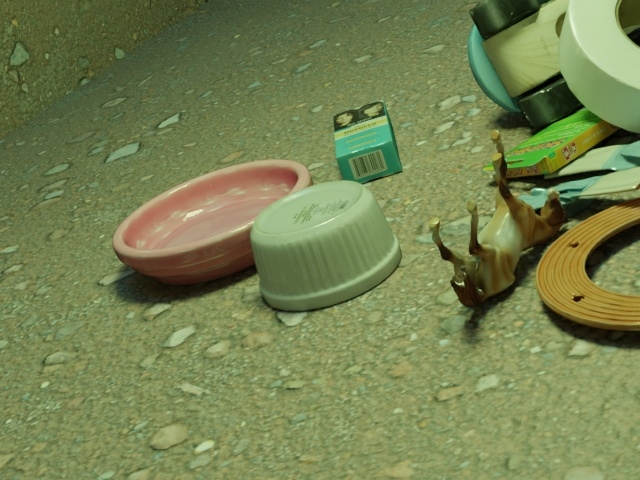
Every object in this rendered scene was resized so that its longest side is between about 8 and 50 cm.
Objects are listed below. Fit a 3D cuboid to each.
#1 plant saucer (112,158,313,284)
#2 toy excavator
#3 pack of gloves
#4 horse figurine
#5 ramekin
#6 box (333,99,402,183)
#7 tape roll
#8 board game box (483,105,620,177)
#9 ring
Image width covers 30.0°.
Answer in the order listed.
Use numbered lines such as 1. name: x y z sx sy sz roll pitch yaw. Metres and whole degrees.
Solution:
1. plant saucer: -0.163 -0.024 1.895 0.332 0.084 0.332 -17 21 7
2. toy excavator: 0.434 -0.374 2.073 0.433 0.222 0.445 -30 5 -6
3. pack of gloves: 0.391 -0.079 1.629 0.195 0.046 0.232 -36 16 -37
4. horse figurine: 0.214 -0.007 1.463 0.066 0.174 0.263 3 43 37
5. ramekin: 0.000 0.000 1.661 0.207 0.109 0.207 -17 21 7
6. box: 0.079 -0.171 2.070 0.100 0.060 0.244 -17 22 6
7. tape roll: 0.496 -0.294 1.743 0.286 0.100 0.286 0 59 0
8. board game box: 0.372 -0.155 1.794 0.259 0.039 0.124 -29 13 -28
9. ring: 0.414 0.019 1.367 0.336 0.032 0.336 -16 22 7
